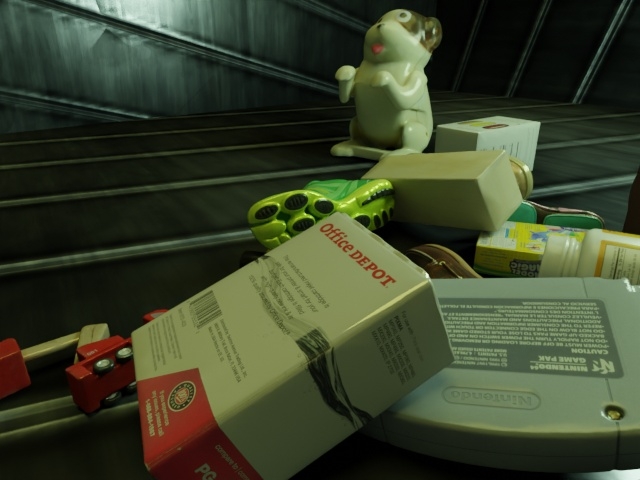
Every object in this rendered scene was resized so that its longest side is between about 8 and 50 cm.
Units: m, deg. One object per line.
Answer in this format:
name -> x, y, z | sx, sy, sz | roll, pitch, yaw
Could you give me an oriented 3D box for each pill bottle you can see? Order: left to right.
pill bottle -> 0.388, 0.052, 0.578 | 0.215, 0.117, 0.117 | 13, 27, 28

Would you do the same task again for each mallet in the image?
mallet -> -0.079, 0.001, 0.785 | 0.063, 0.039, 0.189 | 4, 30, 8

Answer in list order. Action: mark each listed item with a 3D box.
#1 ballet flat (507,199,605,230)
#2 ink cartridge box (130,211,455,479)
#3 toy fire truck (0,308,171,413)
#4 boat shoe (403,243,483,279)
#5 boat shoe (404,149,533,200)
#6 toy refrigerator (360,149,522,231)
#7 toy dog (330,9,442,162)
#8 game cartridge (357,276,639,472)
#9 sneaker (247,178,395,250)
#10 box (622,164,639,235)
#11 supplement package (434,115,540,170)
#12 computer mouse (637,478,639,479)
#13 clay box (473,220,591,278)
ballet flat -> 0.385, -0.034, 0.850 | 0.222, 0.076, 0.079 | 7, 6, 6
ink cartridge box -> -0.031, 0.093, 0.419 | 0.237, 0.100, 0.172 | -31, 31, -10
toy fire truck -> -0.247, 0.124, 0.518 | 0.135, 0.047, 0.192 | 16, 28, 36
boat shoe -> 0.166, 0.063, 0.614 | 0.073, 0.073, 0.207 | -11, 25, -26
boat shoe -> 0.268, -0.119, 0.994 | 0.110, 0.121, 0.341 | -24, 22, -33
toy refrigerator -> 0.205, -0.094, 0.839 | 0.094, 0.102, 0.270 | -42, 27, -23
toy dog -> 0.231, -0.453, 1.385 | 0.396, 0.407, 0.285 | -17, 29, -32
game cartridge -> 0.160, 0.112, 0.445 | 0.298, 0.062, 0.198 | -2, 36, 22
sneaker -> -0.001, -0.042, 0.790 | 0.296, 0.109, 0.124 | -13, 15, -41
box -> 0.716, -0.062, 0.741 | 0.382, 0.190, 0.143 | 0, 23, 2
supplement package -> 0.430, -0.238, 1.225 | 0.244, 0.133, 0.139 | -16, 27, -31
computer mouse -> 0.304, 0.223, 0.260 | 0.189, 0.072, 0.272 | -14, 14, -23
clay box -> 0.361, 0.020, 0.731 | 0.222, 0.053, 0.127 | 9, 25, 21
